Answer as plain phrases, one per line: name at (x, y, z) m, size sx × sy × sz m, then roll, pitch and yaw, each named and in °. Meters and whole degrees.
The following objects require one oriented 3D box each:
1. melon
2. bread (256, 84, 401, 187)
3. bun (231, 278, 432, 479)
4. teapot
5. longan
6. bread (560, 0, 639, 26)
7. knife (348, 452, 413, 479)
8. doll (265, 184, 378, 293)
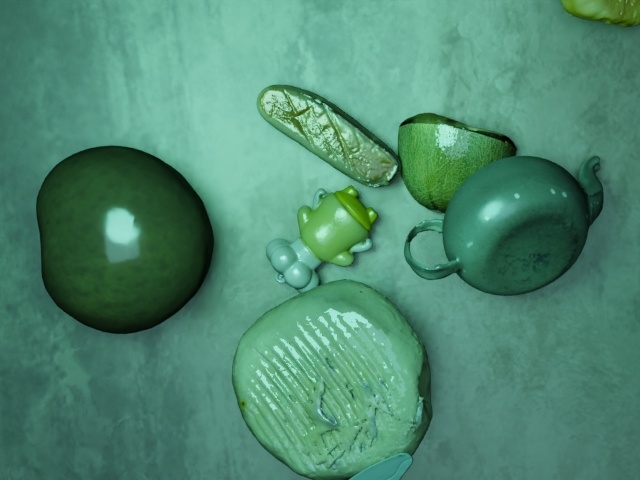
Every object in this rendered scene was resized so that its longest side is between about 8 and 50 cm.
melon at (0.173, -0.097, 1.888) m, size 0.160 × 0.079 × 0.128 m, roll 11°, pitch 93°, yaw 4°
bread at (0.013, -0.143, 1.914) m, size 0.214 × 0.053 × 0.073 m, roll 33°, pitch 100°, yaw 0°
bun at (0.023, 0.187, 1.881) m, size 0.273 × 0.168 × 0.272 m, roll 1°, pitch 95°, yaw 15°
teapot at (0.247, -0.024, 1.845) m, size 0.294 × 0.129 × 0.193 m, roll -19°, pitch 133°, yaw -5°
longan at (-0.264, -0.003, 1.868) m, size 0.248 × 0.248 × 0.248 m, roll 0°, pitch 94°, yaw 5°
bread at (0.368, -0.427, 1.827) m, size 0.142 × 0.091 × 0.305 m, roll -1°, pitch 103°, yaw -10°
knife at (0.023, 0.382, 1.881) m, size 0.080 × 0.044 × 0.331 m, roll 20°, pitch 123°, yaw -8°
doll at (0.000, 0.000, 1.920) m, size 0.162 × 0.062 × 0.106 m, roll -42°, pitch 85°, yaw 6°
